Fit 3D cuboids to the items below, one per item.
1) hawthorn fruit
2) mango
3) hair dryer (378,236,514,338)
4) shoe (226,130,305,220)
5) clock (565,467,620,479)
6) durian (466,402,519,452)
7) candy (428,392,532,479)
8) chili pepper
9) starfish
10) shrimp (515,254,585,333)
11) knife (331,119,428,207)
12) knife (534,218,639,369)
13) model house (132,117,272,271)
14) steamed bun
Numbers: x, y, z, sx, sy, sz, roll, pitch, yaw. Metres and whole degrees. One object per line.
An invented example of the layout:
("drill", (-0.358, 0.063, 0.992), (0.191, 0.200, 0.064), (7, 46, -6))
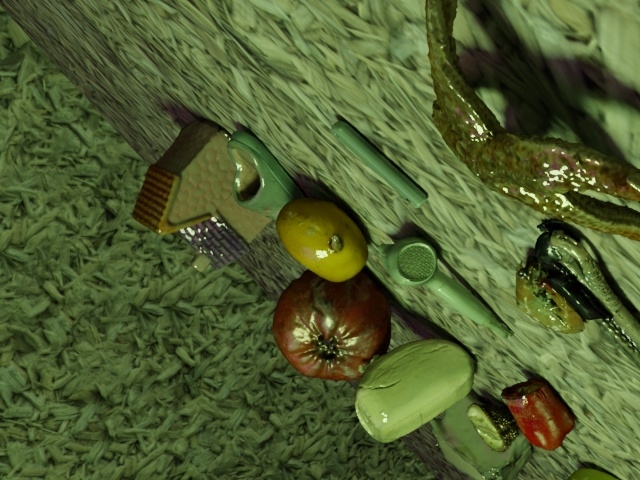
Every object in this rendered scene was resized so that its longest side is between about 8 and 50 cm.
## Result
("hawthorn fruit", (0.033, 0.141, 2.228), (0.242, 0.242, 0.271), (46, -150, -16))
("mango", (0.000, 0.000, 1.977), (0.176, 0.119, 0.317), (35, 173, -1))
("hair dryer", (0.197, 0.079, 1.736), (0.237, 0.075, 0.206), (36, 178, -3))
("shoe", (-0.107, -0.094, 2.064), (0.103, 0.100, 0.251), (30, 161, 49))
("clock", (0.568, 0.525, 2.045), (0.293, 0.071, 0.277), (13, 138, 55))
("durian", (0.354, 0.364, 2.225), (0.110, 0.071, 0.140), (58, 167, -14))
("candy", (0.342, 0.429, 2.359), (0.195, 0.137, 0.185), (36, 169, 28))
("chili pepper", (0.374, 0.302, 1.857), (0.192, 0.084, 0.086), (53, -176, -25))
("starfish", (0.172, -0.089, 0.985), (0.327, 0.094, 0.375), (48, 175, -34))
("shrimp", (0.278, 0.070, 1.379), (0.099, 0.041, 0.180), (36, 167, 31))
("knife", (0.077, -0.102, 1.505), (0.162, 0.023, 0.044), (43, 168, 6))
("knife", (0.354, 0.116, 1.260), (0.365, 0.043, 0.089), (46, 171, -17))
("model house", (-0.240, -0.080, 2.250), (0.237, 0.237, 0.202), (49, 167, -31))
("steamed bun", (0.168, 0.264, 2.115), (0.152, 0.239, 0.170), (54, 172, 20))
